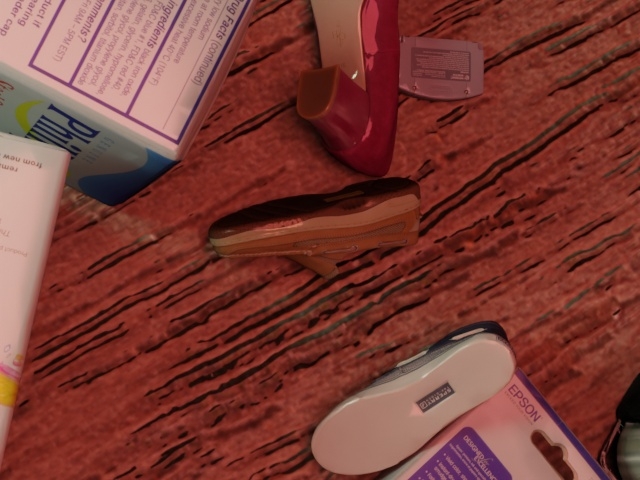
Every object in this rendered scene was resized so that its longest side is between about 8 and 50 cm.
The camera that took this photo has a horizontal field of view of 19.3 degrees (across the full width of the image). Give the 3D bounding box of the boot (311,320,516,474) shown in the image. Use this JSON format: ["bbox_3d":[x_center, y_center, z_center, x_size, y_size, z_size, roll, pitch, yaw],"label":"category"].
[{"bbox_3d":[0.081,0.133,1.597,0.190,0.086,0.069,-27,97,7],"label":"boot"}]

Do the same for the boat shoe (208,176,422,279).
[{"bbox_3d":[0.000,0.000,1.590,0.190,0.068,0.072,-11,109,-16],"label":"boat shoe"}]

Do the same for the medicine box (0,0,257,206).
[{"bbox_3d":[-0.227,-0.167,1.433,0.289,0.263,0.149,28,77,-11],"label":"medicine box"}]

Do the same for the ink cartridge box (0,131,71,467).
[{"bbox_3d":[-0.290,0.078,1.405,0.131,0.226,0.306,13,81,-14],"label":"ink cartridge box"}]

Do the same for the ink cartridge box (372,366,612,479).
[{"bbox_3d":[0.091,0.273,1.581,0.333,0.065,0.165,-40,95,-16],"label":"ink cartridge box"}]

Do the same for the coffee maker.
[{"bbox_3d":[0.335,0.148,1.609,0.120,0.178,0.171,10,81,-16],"label":"coffee maker"}]

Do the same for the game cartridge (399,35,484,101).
[{"bbox_3d":[0.104,-0.151,1.662,0.083,0.017,0.056,4,79,-16],"label":"game cartridge"}]

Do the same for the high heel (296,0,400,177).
[{"bbox_3d":[0.047,-0.179,1.634,0.117,0.082,0.244,41,50,-48],"label":"high heel"}]
